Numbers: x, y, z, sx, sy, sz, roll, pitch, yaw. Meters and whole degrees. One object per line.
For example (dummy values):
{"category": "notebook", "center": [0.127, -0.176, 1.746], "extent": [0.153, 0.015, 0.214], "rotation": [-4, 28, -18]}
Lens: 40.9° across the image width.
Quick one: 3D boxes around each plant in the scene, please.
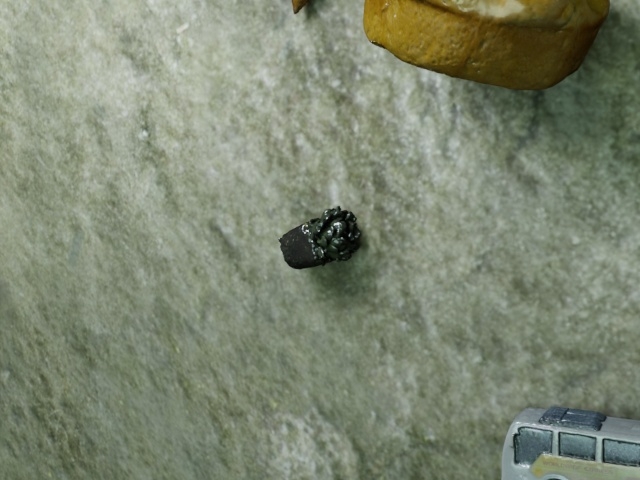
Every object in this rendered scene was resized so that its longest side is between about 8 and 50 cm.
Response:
{"category": "plant", "center": [0.000, 0.000, 1.433], "extent": [0.143, 0.094, 0.092], "rotation": [-21, 79, 36]}

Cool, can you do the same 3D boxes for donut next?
{"category": "donut", "center": [0.213, -0.311, 1.142], "extent": [0.317, 0.299, 0.150], "rotation": [43, 134, 46]}

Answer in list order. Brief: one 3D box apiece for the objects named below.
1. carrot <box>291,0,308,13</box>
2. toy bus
{"category": "carrot", "center": [-0.014, -0.457, 1.358], "extent": [0.072, 0.072, 0.205], "rotation": [30, 116, 21]}
{"category": "toy bus", "center": [0.438, 0.329, 1.251], "extent": [0.343, 0.097, 0.138], "rotation": [3, 100, 28]}
